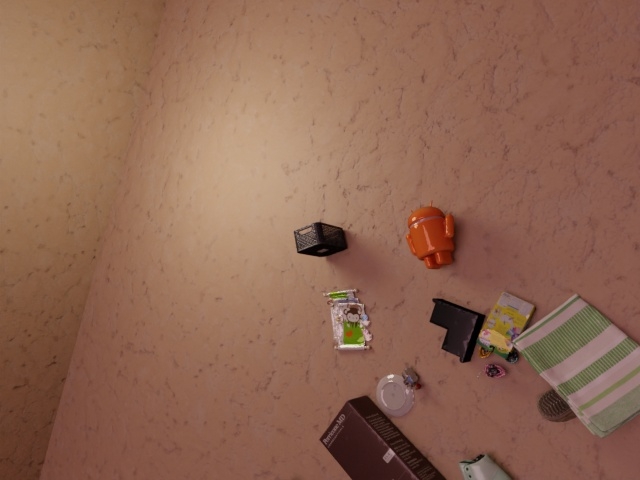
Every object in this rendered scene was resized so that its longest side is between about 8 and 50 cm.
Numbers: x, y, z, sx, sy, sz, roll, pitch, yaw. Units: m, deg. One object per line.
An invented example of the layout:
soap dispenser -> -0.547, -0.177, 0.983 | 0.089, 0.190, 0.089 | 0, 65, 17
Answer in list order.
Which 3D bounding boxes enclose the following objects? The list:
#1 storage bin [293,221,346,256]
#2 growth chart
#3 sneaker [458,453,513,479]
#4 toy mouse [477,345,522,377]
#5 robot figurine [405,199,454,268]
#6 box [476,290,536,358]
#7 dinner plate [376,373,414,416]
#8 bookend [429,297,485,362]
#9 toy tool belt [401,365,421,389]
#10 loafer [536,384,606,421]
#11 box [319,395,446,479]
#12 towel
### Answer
storage bin -> 0.000, 0.000, 1.876 | 0.122, 0.180, 0.084 | -21, 71, 31
growth chart -> 0.102, 0.290, 1.859 | 0.172, 0.021, 0.237 | -19, 73, 30
sneaker -> 0.436, 0.742, 1.505 | 0.256, 0.094, 0.151 | -43, 67, 11
toy mouse -> 0.542, 0.362, 1.524 | 0.143, 0.031, 0.160 | 29, 89, 36
robot figurine -> 0.361, -0.018, 1.659 | 0.128, 0.158, 0.219 | -11, 72, -8
box -> 0.552, 0.254, 1.514 | 0.105, 0.043, 0.179 | 28, 85, 35
dinner plate -> 0.249, 0.525, 1.721 | 0.141, 0.017, 0.141 | -7, 78, 33
bookend -> 0.415, 0.282, 1.607 | 0.156, 0.072, 0.157 | 19, 94, 36
toy tool belt -> 0.299, 0.463, 1.682 | 0.083, 0.052, 0.051 | 58, 146, 30
loafer -> 0.714, 0.406, 1.370 | 0.269, 0.092, 0.101 | -29, 49, 11
box -> 0.197, 0.713, 1.655 | 0.381, 0.143, 0.191 | 41, 106, 34
towel -> 0.709, 0.319, 1.344 | 0.248, 0.038, 0.324 | -38, 48, 2
